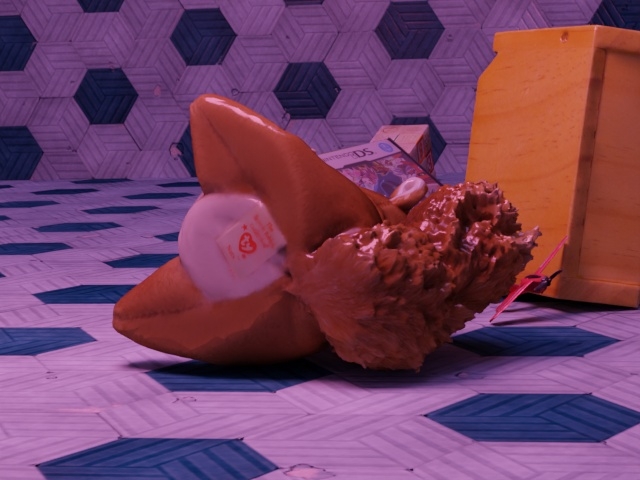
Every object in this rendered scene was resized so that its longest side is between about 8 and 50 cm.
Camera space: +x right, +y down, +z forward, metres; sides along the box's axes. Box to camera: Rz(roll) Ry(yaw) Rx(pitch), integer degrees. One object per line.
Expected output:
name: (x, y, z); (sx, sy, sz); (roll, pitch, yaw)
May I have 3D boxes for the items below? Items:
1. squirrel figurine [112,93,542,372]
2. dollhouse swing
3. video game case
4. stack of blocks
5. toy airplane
squirrel figurine: (0.037, 0.024, 1.517); (0.397, 0.281, 0.370); (18, 5, 27)
dollhouse swing: (0.411, -0.094, 1.815); (0.305, 0.347, 0.315); (5, 3, -28)
video game case: (0.112, -0.045, 2.001); (0.248, 0.035, 0.275); (-16, 52, -46)
stack of blocks: (0.112, -0.060, 2.227); (0.087, 0.171, 0.297); (1, 26, 22)
toy airplane: (0.254, 0.058, 1.670); (0.151, 0.028, 0.151); (-43, 7, 7)
